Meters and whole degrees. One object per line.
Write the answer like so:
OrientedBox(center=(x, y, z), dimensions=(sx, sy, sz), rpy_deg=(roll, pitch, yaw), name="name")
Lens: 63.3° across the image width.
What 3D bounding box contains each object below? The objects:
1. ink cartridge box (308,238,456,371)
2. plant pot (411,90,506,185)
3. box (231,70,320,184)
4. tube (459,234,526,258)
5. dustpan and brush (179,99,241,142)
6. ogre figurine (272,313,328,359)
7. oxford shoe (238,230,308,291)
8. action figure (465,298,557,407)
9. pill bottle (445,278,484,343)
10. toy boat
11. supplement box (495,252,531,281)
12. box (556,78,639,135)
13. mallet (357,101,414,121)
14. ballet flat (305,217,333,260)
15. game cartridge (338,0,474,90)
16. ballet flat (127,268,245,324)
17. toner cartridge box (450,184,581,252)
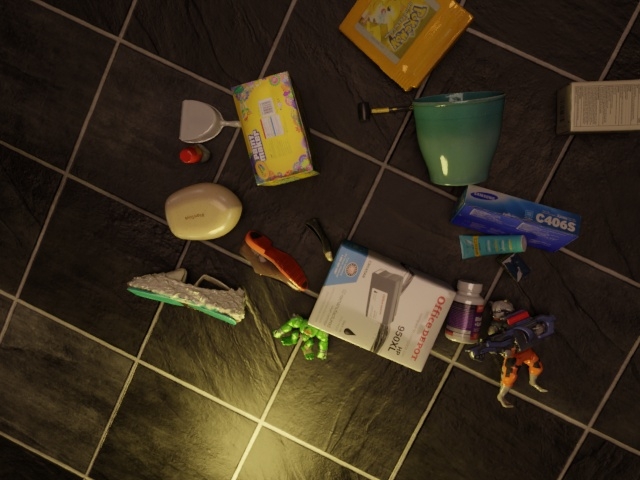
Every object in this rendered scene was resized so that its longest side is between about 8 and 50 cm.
OrientedBox(center=(0.197, 0.204, 1.686), dimensions=(0.394, 0.166, 0.286), rpy_deg=(23, 97, 2), name="ink cartridge box")
OrientedBox(center=(0.419, -0.308, 1.581), dimensions=(0.271, 0.272, 0.255), rpy_deg=(-4, 109, 6), name="plant pot")
OrientedBox(center=(-0.125, -0.330, 1.610), dimensions=(0.176, 0.279, 0.290), rpy_deg=(-14, 93, 6), name="box")
OrientedBox(center=(0.548, 0.015, 1.664), dimensions=(0.207, 0.052, 0.080), rpy_deg=(-5, 91, 39), name="tube")
OrientedBox(center=(-0.359, -0.397, 1.744), dimensions=(0.211, 0.060, 0.147), rpy_deg=(2, 83, 12), name="dustpan and brush")
OrientedBox(center=(-0.054, 0.319, 1.761), dimensions=(0.197, 0.097, 0.118), rpy_deg=(34, 116, 17), name="ogre figurine")
OrientedBox(center=(-0.159, 0.087, 1.758), dimensions=(0.271, 0.097, 0.098), rpy_deg=(42, 117, 5), name="oxford shoe")
OrientedBox(center=(0.584, 0.351, 1.665), dimensions=(0.341, 0.178, 0.331), rpy_deg=(-8, 90, -19), name="action figure")
OrientedBox(center=(0.473, 0.228, 1.691), dimensions=(0.108, 0.108, 0.194), rpy_deg=(8, 96, 5), name="pill bottle")
OrientedBox(center=(-0.393, -0.162, 1.733), dimensions=(0.267, 0.148, 0.319), rpy_deg=(-5, 102, 11), name="toy boat")
OrientedBox(center=(0.622, 0.080, 1.676), dimensions=(0.056, 0.083, 0.083), rpy_deg=(-39, 91, 7), name="supplement box")
OrientedBox(center=(0.860, -0.403, 1.587), dimensions=(0.232, 0.127, 0.149), rpy_deg=(0, 95, 5), name="box")
OrientedBox(center=(0.215, -0.416, 1.695), dimensions=(0.189, 0.039, 0.063), rpy_deg=(3, 96, 1), name="mallet")
OrientedBox(center=(0.000, 0.000, 1.714), dimensions=(0.049, 0.057, 0.173), rpy_deg=(-20, 58, -10), name="ballet flat")
OrientedBox(center=(0.255, -0.665, 1.592), dimensions=(0.324, 0.052, 0.285), rpy_deg=(46, 117, 10), name="game cartridge")
OrientedBox(center=(-0.444, 0.173, 1.780), dimensions=(0.408, 0.147, 0.147), rpy_deg=(17, 97, 1), name="ballet flat")
OrientedBox(center=(0.599, -0.066, 1.618), dimensions=(0.347, 0.165, 0.075), rpy_deg=(17, 71, 3), name="toner cartridge box")
